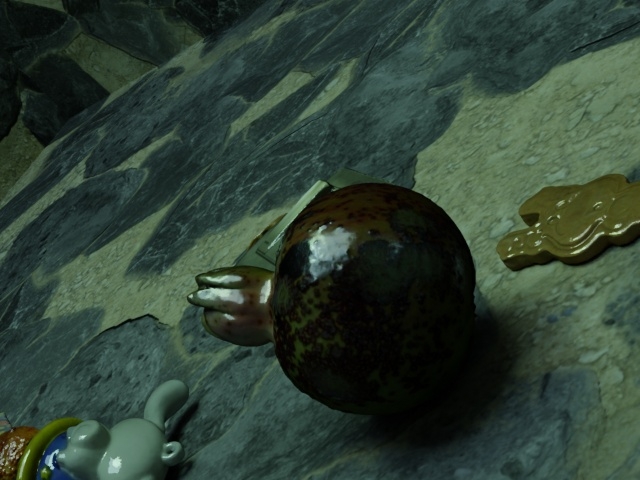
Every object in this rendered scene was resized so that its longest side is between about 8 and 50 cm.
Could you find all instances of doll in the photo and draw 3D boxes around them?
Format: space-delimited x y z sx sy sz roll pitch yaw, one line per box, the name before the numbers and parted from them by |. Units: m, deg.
doll | -0.316 0.302 1.682 0.243 0.159 0.311 -23 25 40

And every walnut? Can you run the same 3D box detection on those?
walnut | -0.073 0.010 1.964 0.121 0.052 0.091 -46 -17 -3

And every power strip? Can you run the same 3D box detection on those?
power strip | 0.000 0.001 1.816 0.257 0.092 0.251 -44 25 -5

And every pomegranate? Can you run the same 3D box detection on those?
pomegranate | 0.010 0.068 1.347 0.341 0.285 0.285 -1 36 14

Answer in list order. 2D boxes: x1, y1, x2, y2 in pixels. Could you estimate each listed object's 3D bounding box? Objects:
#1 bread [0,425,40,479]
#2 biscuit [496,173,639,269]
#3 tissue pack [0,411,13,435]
bread | -0.566 0.413 1.971 0.269 0.095 0.139 -38 14 18
biscuit | 0.319 -0.026 1.433 0.236 0.040 0.144 -13 40 53
tissue pack | -0.607 0.375 2.118 0.109 0.060 0.148 -22 16 -19
